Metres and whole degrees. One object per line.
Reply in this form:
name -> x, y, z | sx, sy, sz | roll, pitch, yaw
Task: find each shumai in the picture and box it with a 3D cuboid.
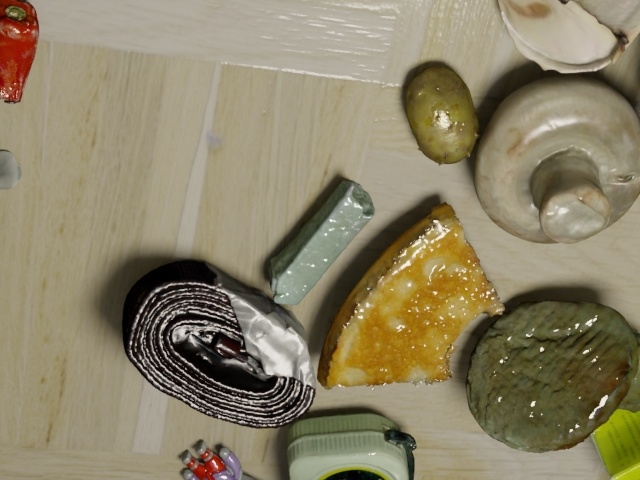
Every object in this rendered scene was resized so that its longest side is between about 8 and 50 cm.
shumai -> 0.360, 0.210, 1.911 | 0.272, 0.222, 0.203 | -7, 161, 19

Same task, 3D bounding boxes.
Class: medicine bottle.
medicine bottle -> 0.565, 0.318, 2.017 | 0.250, 0.141, 0.137 | -31, 123, 11

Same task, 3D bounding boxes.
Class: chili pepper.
chili pepper -> -0.387, -0.238, 1.597 | 0.070, 0.073, 0.123 | -16, 138, -50

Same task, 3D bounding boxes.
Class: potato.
potato -> 0.162, -0.162, 1.710 | 0.091, 0.070, 0.138 | -20, 121, 4

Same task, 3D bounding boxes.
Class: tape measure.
tape measure -> 0.048, 0.371, 2.004 | 0.207, 0.115, 0.235 | -7, 130, -3

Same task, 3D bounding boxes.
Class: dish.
dish -> -0.464, -0.086, 1.694 | 0.137, 0.039, 0.091 | 2, 121, -7

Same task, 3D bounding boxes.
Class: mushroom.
mushroom -> 0.324, -0.084, 1.689 | 0.243, 0.243, 0.243 | -3, 122, -5
mushroom -> 0.315, -0.327, 1.611 | 0.236, 0.173, 0.162 | 40, 158, 11

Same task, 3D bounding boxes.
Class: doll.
doll -> -0.126, 0.406, 2.017 | 0.102, 0.075, 0.227 | -36, 108, 24

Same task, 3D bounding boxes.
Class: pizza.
pizza -> 0.136, 0.097, 1.854 | 0.223, 0.089, 0.323 | 25, 110, -31

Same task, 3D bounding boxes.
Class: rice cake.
rice cake -> -0.001, 0.000, 1.793 | 0.063, 0.069, 0.206 | 32, 110, -21

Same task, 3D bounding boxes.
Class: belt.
belt -> -0.141, 0.146, 1.813 | 0.289, 0.164, 0.184 | 32, 91, -15
